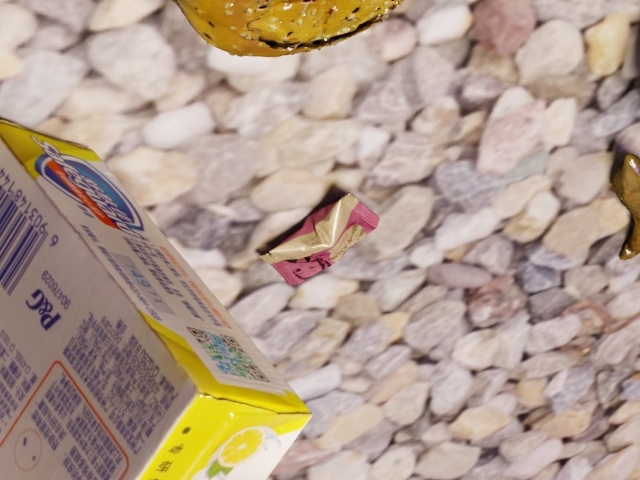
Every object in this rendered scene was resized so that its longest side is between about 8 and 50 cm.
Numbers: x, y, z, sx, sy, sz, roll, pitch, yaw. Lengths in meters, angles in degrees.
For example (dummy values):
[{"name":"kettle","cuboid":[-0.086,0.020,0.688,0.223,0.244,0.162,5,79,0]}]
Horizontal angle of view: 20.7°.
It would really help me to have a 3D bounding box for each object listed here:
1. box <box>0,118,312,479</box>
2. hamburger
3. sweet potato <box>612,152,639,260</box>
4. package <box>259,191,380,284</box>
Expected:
[{"name":"box","cuboid":[-0.145,0.071,1.015,0.097,0.265,0.168,14,115,-49]},{"name":"hamburger","cuboid":[-0.008,-0.177,1.010,0.177,0.113,0.185,-36,150,-12]},{"name":"sweet potato","cuboid":[0.261,-0.032,1.436,0.041,0.038,0.153,-16,147,2]},{"name":"package","cuboid":[0.000,0.000,1.256,0.083,0.029,0.059,-35,149,8]}]
